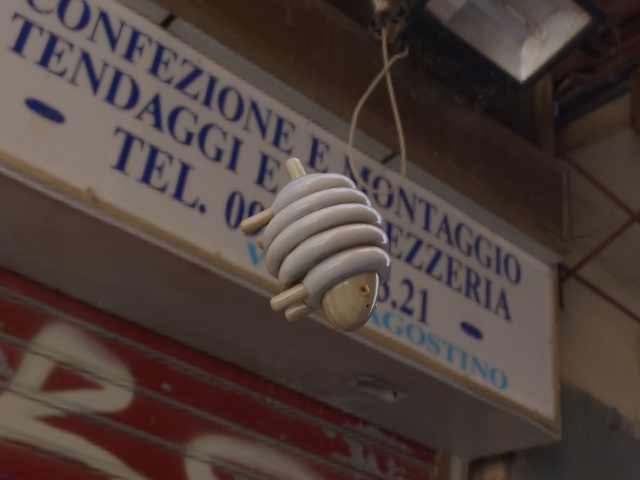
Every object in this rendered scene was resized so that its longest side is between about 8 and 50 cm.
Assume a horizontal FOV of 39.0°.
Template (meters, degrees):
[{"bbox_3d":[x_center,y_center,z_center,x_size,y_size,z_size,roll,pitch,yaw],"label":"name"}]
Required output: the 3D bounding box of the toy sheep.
[{"bbox_3d":[0.000,0.000,0.597,0.091,0.132,0.091,-21,-21,-8],"label":"toy sheep"}]
